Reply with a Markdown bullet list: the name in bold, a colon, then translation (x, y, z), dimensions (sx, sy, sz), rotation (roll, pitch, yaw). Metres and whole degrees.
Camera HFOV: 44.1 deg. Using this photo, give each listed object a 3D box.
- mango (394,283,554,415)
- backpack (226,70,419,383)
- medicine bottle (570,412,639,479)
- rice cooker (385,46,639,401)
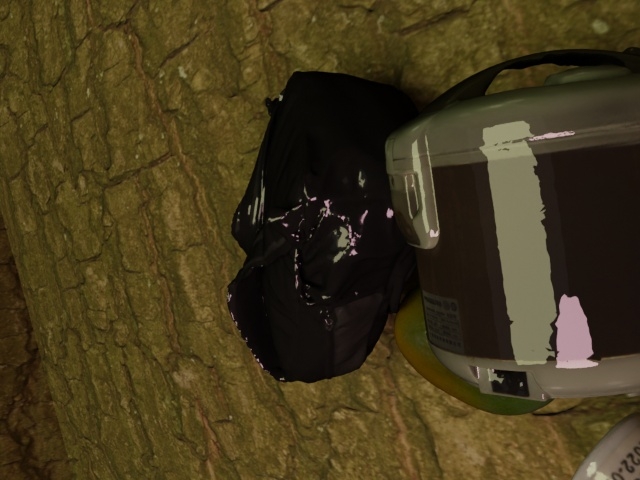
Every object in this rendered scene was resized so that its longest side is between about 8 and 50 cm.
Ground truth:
- **mango**: translation (0.211, 0.146, 1.070), dimensions (0.251, 0.114, 0.156), rotation (30, 114, 28)
- **backpack**: translation (0.000, 0.000, 1.122), dimensions (0.363, 0.255, 0.445), rotation (-99, 15, -54)
- **medicine bottle**: translation (0.411, 0.319, 0.868), dimensions (0.252, 0.145, 0.144), rotation (43, 129, 34)
- **rice cooker**: translation (0.244, -0.031, 0.822), dimensions (0.335, 0.335, 0.325), rotation (-1, 101, 48)
